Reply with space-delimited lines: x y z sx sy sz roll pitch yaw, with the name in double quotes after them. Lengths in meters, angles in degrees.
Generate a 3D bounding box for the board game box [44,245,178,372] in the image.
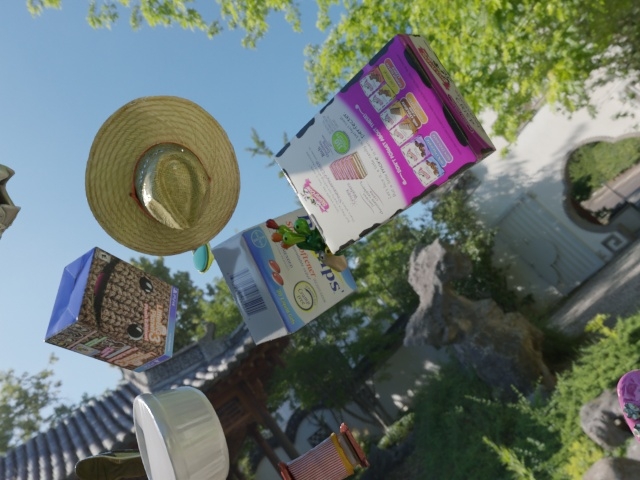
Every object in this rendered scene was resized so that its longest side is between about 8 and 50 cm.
-0.558 0.198 1.285 0.141 0.232 0.291 -27 -42 22 "board game box"

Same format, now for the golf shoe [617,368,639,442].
0.608 0.324 0.716 0.140 0.306 0.115 -14 -36 -35 "golf shoe"

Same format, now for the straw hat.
-0.122 -0.045 0.389 0.144 0.061 0.145 -11 -67 -27 "straw hat"

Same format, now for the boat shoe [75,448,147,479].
-0.617 0.679 1.414 0.223 0.080 0.073 -1 -1 -10 "boat shoe"

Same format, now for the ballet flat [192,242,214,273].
-0.389 0.034 1.550 0.077 0.231 0.077 28 -75 -44 "ballet flat"

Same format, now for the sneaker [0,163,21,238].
-0.638 -0.026 0.882 0.120 0.263 0.099 0 4 -14 "sneaker"

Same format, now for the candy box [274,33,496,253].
0.067 -0.106 0.570 0.233 0.159 0.071 -34 -5 41 "candy box"

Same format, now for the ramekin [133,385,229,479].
-0.307 0.452 1.030 0.127 0.273 0.273 -14 -32 -37 "ramekin"

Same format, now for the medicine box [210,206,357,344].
-0.085 0.075 1.194 0.149 0.264 0.289 -25 1 42 "medicine box"

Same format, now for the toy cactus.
0.000 0.000 0.991 0.180 0.218 0.112 46 -127 -41 "toy cactus"

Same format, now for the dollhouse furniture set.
0.077 0.672 1.151 0.201 0.374 0.152 -30 -24 -13 "dollhouse furniture set"
